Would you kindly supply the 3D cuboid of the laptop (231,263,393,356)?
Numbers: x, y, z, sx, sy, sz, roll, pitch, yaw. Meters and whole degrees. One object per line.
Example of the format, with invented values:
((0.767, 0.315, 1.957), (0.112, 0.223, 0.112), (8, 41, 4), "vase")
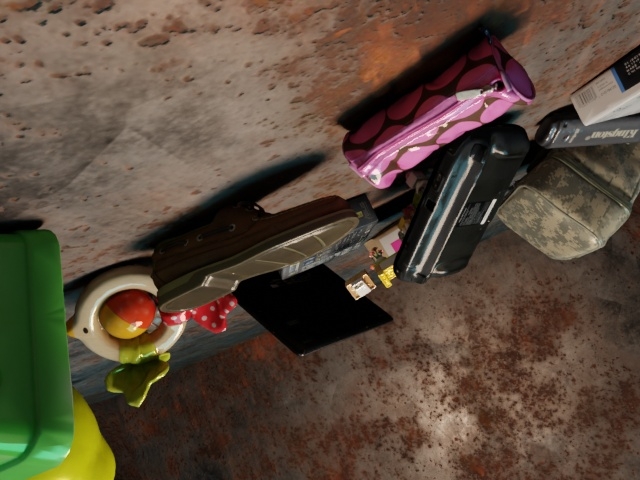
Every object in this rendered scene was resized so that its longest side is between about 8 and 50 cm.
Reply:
((-0.117, 0.188, 1.384), (0.382, 0.408, 0.236), (-8, 128, -55), "laptop")

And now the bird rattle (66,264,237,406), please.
((-0.265, 0.123, 0.896), (0.253, 0.143, 0.207), (-44, 124, 16), "bird rattle")

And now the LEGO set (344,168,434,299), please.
((0.146, -0.017, 1.086), (0.132, 0.107, 0.287), (9, 128, -32), "LEGO set")

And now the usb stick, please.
((0.524, -0.203, 1.046), (0.278, 0.045, 0.077), (-5, 152, -12), "usb stick")

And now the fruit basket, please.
((-0.381, 0.182, 0.633), (0.392, 0.282, 0.392), (-13, 155, -6), "fruit basket")

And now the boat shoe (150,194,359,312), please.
((-0.103, -0.005, 0.790), (0.307, 0.104, 0.111), (-23, 161, 12), "boat shoe")

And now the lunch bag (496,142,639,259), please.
((0.546, -0.118, 1.245), (0.256, 0.212, 0.305), (-48, 169, -4), "lunch bag")

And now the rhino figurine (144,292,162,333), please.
((-0.290, 0.106, 1.028), (0.106, 0.073, 0.243), (-3, 152, -46), "rhino figurine")

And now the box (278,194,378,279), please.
((0.000, 0.000, 1.119), (0.184, 0.059, 0.232), (-23, 169, -9), "box")

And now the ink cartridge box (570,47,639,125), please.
((0.580, -0.272, 0.943), (0.333, 0.065, 0.165), (-15, 168, -29), "ink cartridge box")

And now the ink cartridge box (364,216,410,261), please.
((0.226, -0.030, 1.226), (0.235, 0.088, 0.193), (-31, 179, 19), "ink cartridge box")

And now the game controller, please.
((0.232, -0.053, 0.979), (0.167, 0.067, 0.319), (-14, 139, -34), "game controller")

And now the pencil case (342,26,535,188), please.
((0.119, -0.132, 0.633), (0.209, 0.095, 0.098), (-32, -159, 34), "pencil case")
